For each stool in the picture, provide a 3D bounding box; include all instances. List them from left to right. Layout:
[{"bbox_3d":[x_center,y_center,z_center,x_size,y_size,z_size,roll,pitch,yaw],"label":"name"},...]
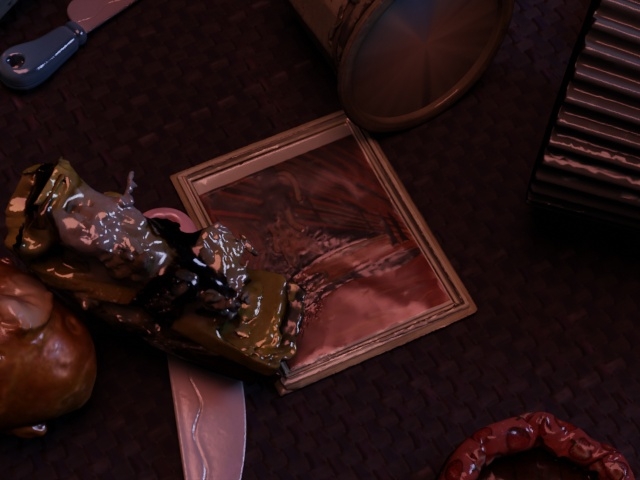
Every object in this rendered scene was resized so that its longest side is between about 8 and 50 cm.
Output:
[{"bbox_3d":[0.395,-0.123,1.432,0.330,0.297,0.297,19,61,6],"label":"stool"}]

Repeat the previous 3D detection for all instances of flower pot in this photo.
[{"bbox_3d":[0.054,-0.245,1.562,0.212,0.212,0.202,-31,52,-17],"label":"flower pot"}]

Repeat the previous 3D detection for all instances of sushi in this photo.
[{"bbox_3d":[-0.142,0.015,1.371,0.291,0.131,0.139,27,55,-16],"label":"sushi"}]

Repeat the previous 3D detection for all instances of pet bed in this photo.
[{"bbox_3d":[0.191,0.244,1.348,0.201,0.053,0.201,3,60,-6],"label":"pet bed"}]

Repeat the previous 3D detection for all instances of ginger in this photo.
[{"bbox_3d":[-0.400,0.045,1.348,0.418,0.254,0.176,16,45,5],"label":"ginger"}]

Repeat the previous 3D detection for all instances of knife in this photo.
[{"bbox_3d":[-0.251,-0.241,1.637,0.058,0.032,0.244,32,59,25],"label":"knife"},{"bbox_3d":[-0.117,0.122,1.431,0.081,0.043,0.335,-8,66,-15],"label":"knife"}]

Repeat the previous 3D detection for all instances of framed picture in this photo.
[{"bbox_3d":[0.000,0.000,1.506,0.216,0.016,0.273,-23,63,-14],"label":"framed picture"}]

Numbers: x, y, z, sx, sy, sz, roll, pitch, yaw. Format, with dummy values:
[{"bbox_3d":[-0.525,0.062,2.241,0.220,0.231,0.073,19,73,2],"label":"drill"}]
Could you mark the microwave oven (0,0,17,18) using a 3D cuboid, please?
[{"bbox_3d":[-0.450,-0.346,1.592,0.295,0.181,0.237,36,75,18],"label":"microwave oven"}]
